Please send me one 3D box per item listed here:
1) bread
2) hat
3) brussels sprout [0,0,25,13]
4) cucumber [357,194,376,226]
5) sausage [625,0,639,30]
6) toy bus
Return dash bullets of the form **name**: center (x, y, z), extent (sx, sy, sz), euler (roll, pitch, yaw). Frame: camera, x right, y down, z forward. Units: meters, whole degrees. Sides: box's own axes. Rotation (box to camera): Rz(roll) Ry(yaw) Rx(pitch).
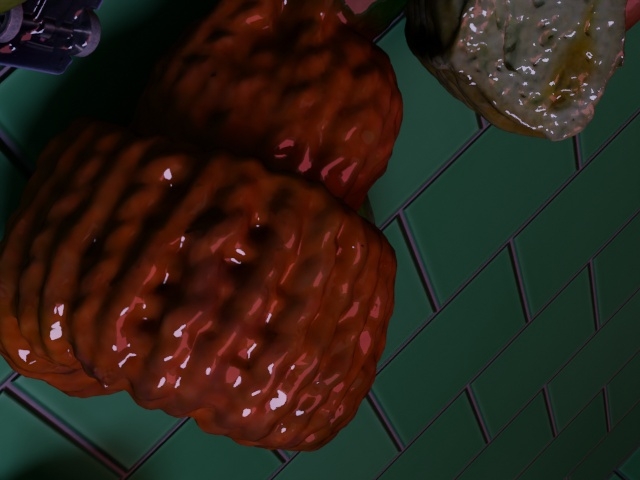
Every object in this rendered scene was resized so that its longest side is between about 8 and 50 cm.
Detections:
- **bread**: center (0.131, -0.164, 0.901), extent (0.130, 0.267, 0.152), euler (-9, 104, -1)
- **hat**: center (-0.065, -0.071, 0.815), extent (0.285, 0.285, 0.400), euler (25, 73, -60)
- **brussels sprout**: center (-0.184, -0.173, 0.567), extent (0.183, 0.131, 0.145), euler (-38, 105, -12)
- **cucumber**: center (-0.003, 0.000, 1.024), extent (0.134, 0.134, 0.244), euler (-30, 141, -30)
- **sausage**: center (0.359, -0.369, 1.113), extent (0.094, 0.094, 0.419), euler (21, 107, -44)
- **toy bus**: center (-0.145, -0.178, 0.668), extent (0.073, 0.076, 0.167), euler (4, 124, -55)
